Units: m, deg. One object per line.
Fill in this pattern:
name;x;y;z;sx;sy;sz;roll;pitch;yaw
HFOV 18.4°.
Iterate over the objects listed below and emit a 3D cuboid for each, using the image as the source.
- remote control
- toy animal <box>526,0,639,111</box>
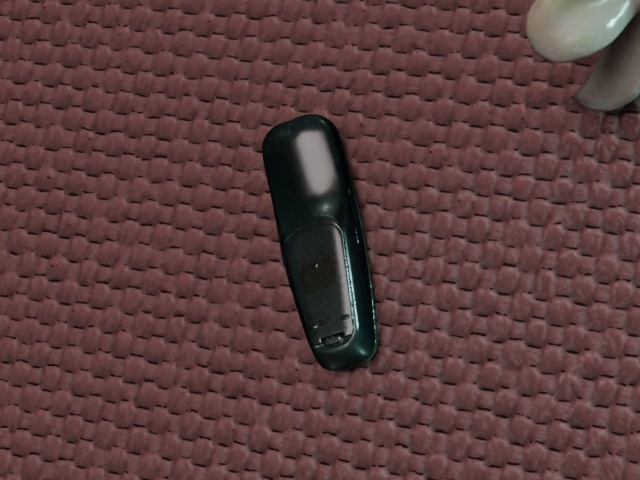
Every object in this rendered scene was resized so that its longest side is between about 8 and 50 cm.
remote control;0.000;0.000;1.653;0.072;0.042;0.222;-18;72;19
toy animal;0.295;-0.273;1.521;0.241;0.196;0.367;24;86;32
